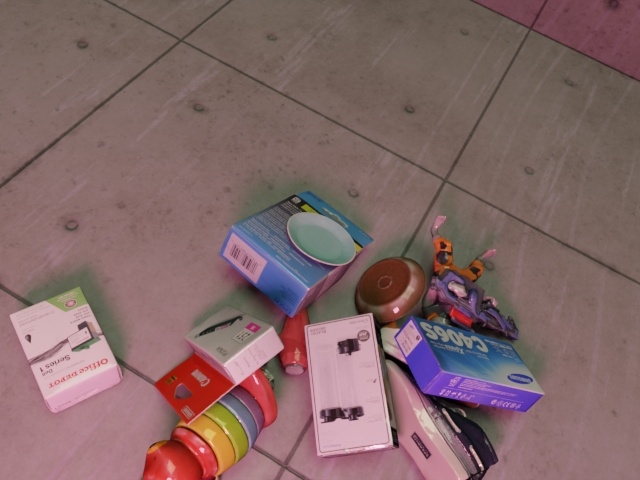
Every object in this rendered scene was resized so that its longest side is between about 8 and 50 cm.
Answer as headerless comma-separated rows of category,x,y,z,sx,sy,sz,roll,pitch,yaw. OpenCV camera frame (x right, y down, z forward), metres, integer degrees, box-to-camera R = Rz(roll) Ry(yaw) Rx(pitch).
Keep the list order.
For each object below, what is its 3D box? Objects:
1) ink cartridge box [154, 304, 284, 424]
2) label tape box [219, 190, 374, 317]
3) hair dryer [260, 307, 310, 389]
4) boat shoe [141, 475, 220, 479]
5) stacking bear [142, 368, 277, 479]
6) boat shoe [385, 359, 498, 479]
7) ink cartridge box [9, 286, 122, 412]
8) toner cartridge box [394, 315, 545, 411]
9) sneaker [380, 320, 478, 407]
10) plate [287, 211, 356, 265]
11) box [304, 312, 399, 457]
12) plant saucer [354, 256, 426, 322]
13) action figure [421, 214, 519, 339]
ink cartridge box,-0.235,0.247,1.245,0.238,0.275,0.060,-35,110,-22
label tape box,-0.051,0.017,1.522,0.249,0.115,0.347,38,34,14
hair dryer,-0.124,0.239,1.389,0.223,0.080,0.293,41,56,17
boat shoe,-0.289,0.491,1.194,0.169,0.059,0.063,-4,57,-16
stacking bear,-0.231,0.396,1.174,0.289,0.175,0.164,-39,101,-46
boat shoe,0.258,0.414,1.350,0.158,0.127,0.341,-7,54,-39
ink cartridge box,-0.554,0.236,1.286,0.160,0.093,0.219,-25,65,-26
toner cartridge box,0.345,0.288,1.352,0.347,0.075,0.165,18,30,-32
sneaker,0.271,0.288,1.428,0.290,0.106,0.123,31,58,11
plate,0.000,0.000,1.460,0.188,0.024,0.188,19,37,-15
box,0.066,0.324,1.310,0.169,0.087,0.290,-13,64,11
plant saucer,0.169,0.114,1.495,0.198,0.036,0.199,-21,44,21
action figure,0.371,0.145,1.548,0.341,0.178,0.330,40,53,-25
